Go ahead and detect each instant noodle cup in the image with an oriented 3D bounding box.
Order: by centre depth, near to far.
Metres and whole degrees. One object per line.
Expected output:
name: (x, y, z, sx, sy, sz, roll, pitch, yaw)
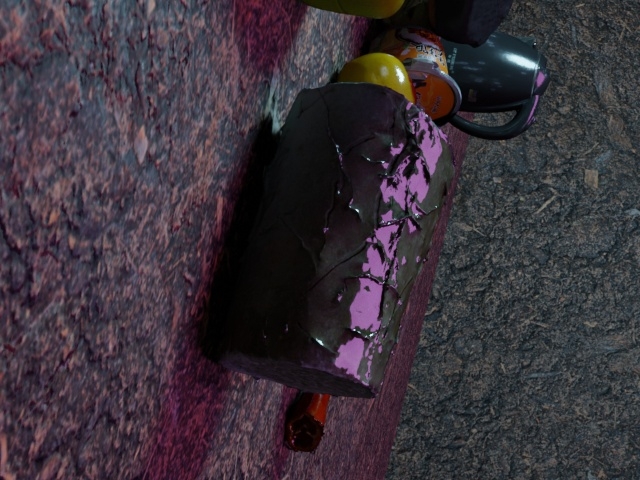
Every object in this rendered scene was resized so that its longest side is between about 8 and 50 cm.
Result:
instant noodle cup: (0.143, -0.275, 1.680, 0.208, 0.177, 0.125, -45, -146, 51)

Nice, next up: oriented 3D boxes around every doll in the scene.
doll: (0.156, -0.370, 1.756, 0.115, 0.105, 0.221, -45, 149, -20)

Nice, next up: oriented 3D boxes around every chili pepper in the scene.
chili pepper: (-0.012, 0.282, 1.749, 0.169, 0.065, 0.088, -68, -179, -58)

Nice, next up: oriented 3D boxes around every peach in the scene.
peach: (0.079, -0.208, 1.515, 0.138, 0.138, 0.138, 12, 90, -78)

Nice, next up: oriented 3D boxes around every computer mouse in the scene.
computer mouse: (0.257, -0.464, 1.631, 0.183, 0.116, 0.323, -28, 146, -31)

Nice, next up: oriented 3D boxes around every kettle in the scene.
kettle: (0.405, -0.381, 2.453, 0.207, 0.290, 0.268, 10, 93, -79)

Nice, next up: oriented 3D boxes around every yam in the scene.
yam: (0.019, 0.014, 1.221, 0.241, 0.241, 0.348, 68, 38, -69)

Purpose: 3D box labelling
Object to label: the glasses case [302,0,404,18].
glasses case: (0.041, -0.387, 1.122, 0.371, 0.141, 0.173, 79, 27, -61)
